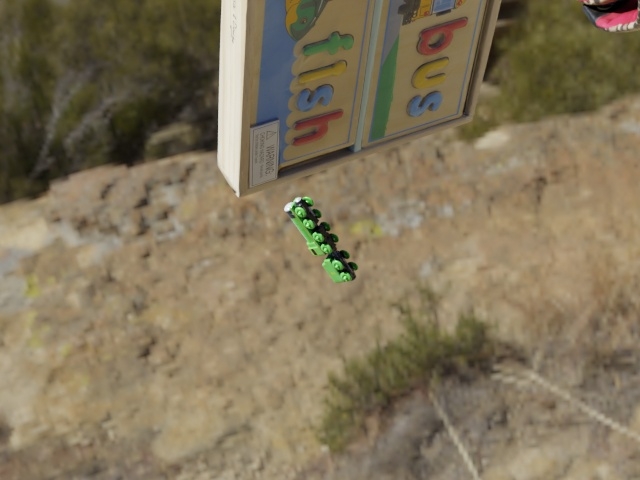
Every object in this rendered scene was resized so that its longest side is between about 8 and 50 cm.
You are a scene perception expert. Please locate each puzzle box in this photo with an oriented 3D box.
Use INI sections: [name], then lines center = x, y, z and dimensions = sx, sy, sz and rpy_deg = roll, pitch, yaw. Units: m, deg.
[puzzle box]
center = 0.045, -0.225, 1.292
dimensions = 0.272, 0.409, 0.052
rpy_deg = -20, 55, -20

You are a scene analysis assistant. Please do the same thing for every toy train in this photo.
[toy train]
center = 0.000, 0.000, 1.102
dimensions = 0.023, 0.083, 0.017
rpy_deg = -8, 37, 42

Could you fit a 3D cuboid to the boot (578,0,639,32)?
[boot]
center = 0.304, -0.276, 1.105
dimensions = 0.284, 0.138, 0.377
rpy_deg = -27, 19, 0
